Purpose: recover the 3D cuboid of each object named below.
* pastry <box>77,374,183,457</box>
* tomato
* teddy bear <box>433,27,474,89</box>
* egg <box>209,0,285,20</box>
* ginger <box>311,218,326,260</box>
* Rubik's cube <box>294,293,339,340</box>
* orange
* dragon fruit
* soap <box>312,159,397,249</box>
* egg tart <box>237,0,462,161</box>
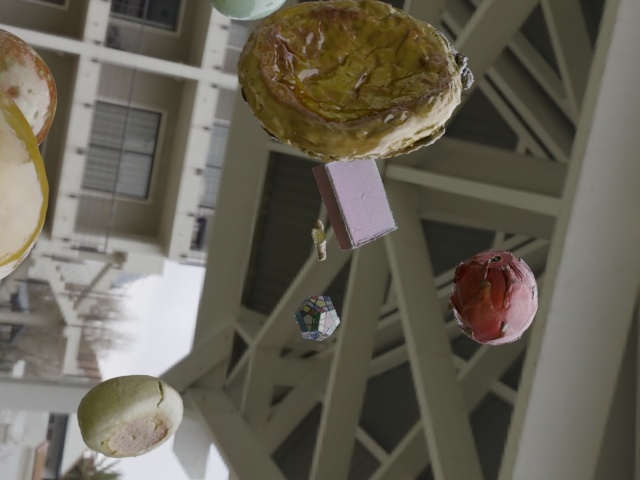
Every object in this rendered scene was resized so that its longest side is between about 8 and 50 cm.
[{"bbox_3d":[-0.286,0.261,1.286,0.092,0.156,0.156,61,-39,32],"label":"pastry"},{"bbox_3d":[-0.638,-0.270,1.612,0.222,0.270,0.270,21,-79,65],"label":"tomato"},{"bbox_3d":[0.195,-0.342,1.604,0.251,0.181,0.129,-158,-110,-79],"label":"teddy bear"},{"bbox_3d":[-0.161,-0.567,1.893,0.149,0.192,0.149,176,-90,-83],"label":"egg"},{"bbox_3d":[0.000,-0.001,1.954,0.048,0.030,0.097,-10,96,-71],"label":"ginger"},{"bbox_3d":[-0.009,0.180,1.990,0.111,0.093,0.111,-49,-171,10],"label":"Rubik's cube"},{"bbox_3d":[-0.441,-0.068,0.947,0.279,0.235,0.279,29,-48,38],"label":"orange"},{"bbox_3d":[0.444,0.149,2.182,0.241,0.241,0.252,-120,-133,-59],"label":"dragon fruit"},{"bbox_3d":[0.099,-0.122,2.446,0.081,0.181,0.259,-8,-75,56],"label":"soap"},{"bbox_3d":[0.044,-0.220,1.241,0.129,0.341,0.341,88,-5,-51],"label":"egg tart"}]
